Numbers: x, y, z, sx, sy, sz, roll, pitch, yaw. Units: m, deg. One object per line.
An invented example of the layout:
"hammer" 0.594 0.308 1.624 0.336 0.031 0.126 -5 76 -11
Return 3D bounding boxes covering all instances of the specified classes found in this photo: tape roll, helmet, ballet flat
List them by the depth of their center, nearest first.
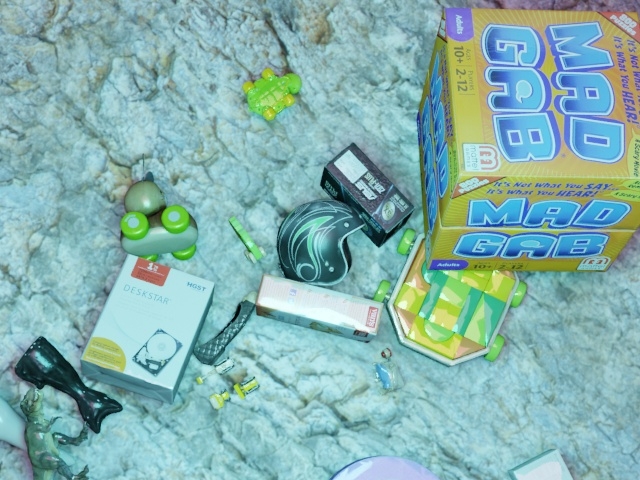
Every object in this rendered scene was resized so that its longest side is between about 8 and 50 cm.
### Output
"tape roll" 0.119 0.540 1.857 0.275 0.090 0.274 1 78 -4
"helmet" 0.000 0.000 1.929 0.170 0.169 0.161 2 95 -3
"ballet flat" -0.180 0.166 1.934 0.049 0.057 0.173 39 80 -7

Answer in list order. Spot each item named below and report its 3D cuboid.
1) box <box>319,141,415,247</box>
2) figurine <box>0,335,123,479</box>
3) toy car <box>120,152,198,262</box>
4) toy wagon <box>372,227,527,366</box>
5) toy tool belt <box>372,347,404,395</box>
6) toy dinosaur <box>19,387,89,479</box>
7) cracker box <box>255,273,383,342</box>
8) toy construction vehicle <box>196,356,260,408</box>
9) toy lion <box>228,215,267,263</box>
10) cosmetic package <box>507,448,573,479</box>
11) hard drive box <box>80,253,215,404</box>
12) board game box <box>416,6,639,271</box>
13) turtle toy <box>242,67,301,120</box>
"box" 0.089 -0.087 1.959 0.077 0.147 0.180 -42 84 -11
"figurine" -0.514 0.325 1.867 0.209 0.092 0.215 41 80 -5
"toy car" -0.321 -0.069 1.941 0.149 0.155 0.188 -9 66 -5
"toy wagon" 0.272 0.070 1.976 0.267 0.068 0.344 25 78 2
"toy tool belt" 0.124 0.255 1.937 0.051 0.052 0.083 -19 79 -15
"toy dinosaur" -0.482 0.391 1.814 0.118 0.064 0.268 -2 97 -14
"cracker box" -0.005 0.132 1.902 0.232 0.155 0.067 13 78 0
"toy construction vehicle" -0.179 0.273 1.929 0.098 0.035 0.085 -33 93 -7
"toy lion" -0.148 -0.005 1.956 0.034 0.100 0.096 -34 101 -7
"cosmetic package" 0.457 0.525 1.892 0.099 0.060 0.239 -25 81 -6
"hard drive box" -0.323 0.166 1.882 0.181 0.089 0.232 18 60 1
"board game box" 0.385 -0.176 1.849 0.357 0.356 0.356 1 62 -3
"turtle toy" -0.094 -0.299 2.036 0.130 0.066 0.095 -36 82 -10
